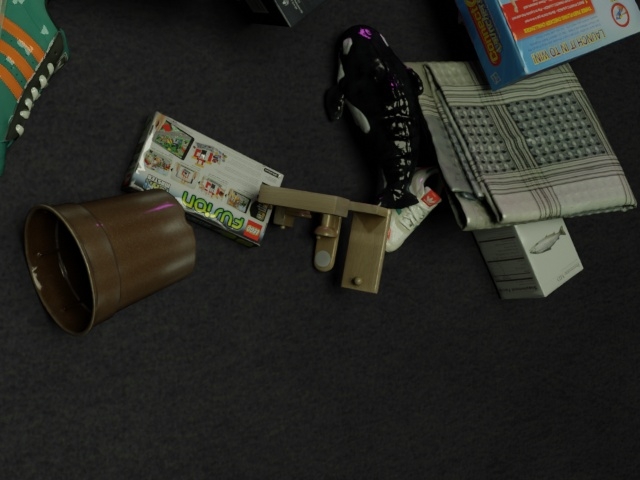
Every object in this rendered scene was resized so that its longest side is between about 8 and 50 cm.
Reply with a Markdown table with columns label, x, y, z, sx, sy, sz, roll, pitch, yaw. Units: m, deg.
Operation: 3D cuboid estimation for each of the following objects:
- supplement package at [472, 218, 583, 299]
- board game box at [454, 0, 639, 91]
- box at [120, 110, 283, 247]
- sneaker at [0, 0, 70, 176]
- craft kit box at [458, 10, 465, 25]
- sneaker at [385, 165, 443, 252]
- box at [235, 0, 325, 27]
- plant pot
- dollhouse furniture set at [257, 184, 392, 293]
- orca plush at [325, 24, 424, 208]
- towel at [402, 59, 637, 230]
| label | x | y | z | sx | sy | sz | roll | pitch | yaw |
| --- | --- | --- | --- | --- | --- | --- | --- | --- | --- |
| supplement package | 0.326 | -0.007 | 1.609 | 0.105 | 0.105 | 0.179 | -31 | 101 | -31 |
| board game box | 0.346 | -0.428 | 1.597 | 0.308 | 0.086 | 0.302 | -23 | 92 | -33 |
| box | -0.159 | -0.081 | 1.372 | 0.207 | 0.036 | 0.114 | 26 | 73 | -26 |
| sneaker | -0.369 | -0.210 | 1.220 | 0.121 | 0.108 | 0.302 | 9 | 79 | -25 |
| craft kit box | 0.344 | -0.458 | 1.685 | 0.249 | 0.061 | 0.247 | 8 | 72 | -29 |
| sneaker | 0.141 | -0.053 | 1.523 | 0.057 | 0.075 | 0.161 | 43 | 66 | -20 |
| box | -0.035 | -0.379 | 1.380 | 0.158 | 0.156 | 0.093 | -41 | 117 | -11 |
| plant pot | -0.256 | 0.016 | 1.243 | 0.165 | 0.167 | 0.167 | -20 | 95 | -38 |
| dollhouse furniture set | 0.000 | 0.000 | 1.389 | 0.151 | 0.144 | 0.123 | 9 | 91 | -68 |
| orca plush | 0.086 | -0.192 | 1.463 | 0.151 | 0.102 | 0.287 | 2 | 80 | -5 |
| towel | 0.311 | -0.167 | 1.561 | 0.324 | 0.056 | 0.312 | -8 | 66 | -22 |
